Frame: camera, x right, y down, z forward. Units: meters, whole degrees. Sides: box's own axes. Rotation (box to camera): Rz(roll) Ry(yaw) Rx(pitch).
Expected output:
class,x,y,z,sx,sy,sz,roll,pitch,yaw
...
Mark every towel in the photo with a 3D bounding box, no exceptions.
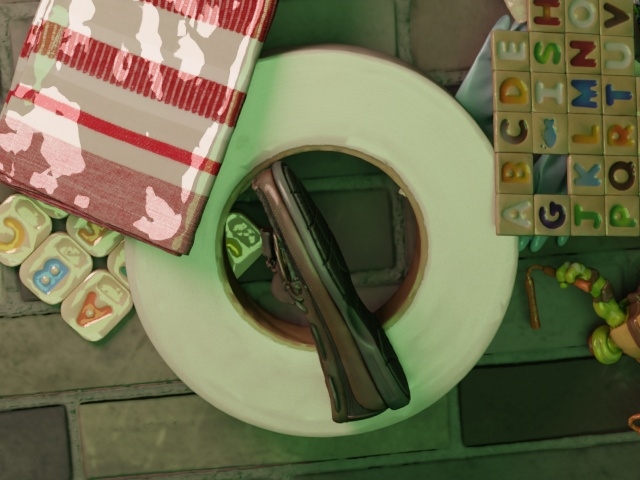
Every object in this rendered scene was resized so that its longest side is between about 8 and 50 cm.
class,x,y,z,sx,sy,sz,roll,pitch,yaw
towel,-0.173,-0.176,1.510,0.237,0.037,0.329,21,93,19

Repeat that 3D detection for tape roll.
class,x,y,z,sx,sy,sz,roll,pitch,yaw
tape roll,0.000,0.000,1.575,0.391,0.072,0.392,0,102,0

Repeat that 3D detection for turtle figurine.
class,x,y,z,sx,sy,sz,roll,pitch,yaw
turtle figurine,0.351,0.097,1.625,0.269,0.217,0.087,51,53,-13

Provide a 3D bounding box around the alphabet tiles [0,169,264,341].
class,x,y,z,sx,sy,sz,roll,pitch,yaw
alphabet tiles,-0.195,-0.046,1.609,0.278,0.021,0.284,-45,103,4

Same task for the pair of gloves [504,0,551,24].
class,x,y,z,sx,sy,sz,roll,pitch,yaw
pair of gloves,0.210,-0.356,1.562,0.240,0.042,0.204,-45,97,-2

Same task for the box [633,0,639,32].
class,x,y,z,sx,sy,sz,roll,pitch,yaw
box,0.357,-0.216,1.600,0.059,0.054,0.169,-25,102,-26

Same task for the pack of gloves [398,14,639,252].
class,x,y,z,sx,sy,sz,roll,pitch,yaw
pack of gloves,0.211,-0.112,1.635,0.195,0.046,0.232,26,101,-22

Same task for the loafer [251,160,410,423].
class,x,y,z,sx,sy,sz,roll,pitch,yaw
loafer,-0.007,0.057,1.507,0.084,0.096,0.268,-26,104,11

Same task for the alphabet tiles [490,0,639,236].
class,x,y,z,sx,sy,sz,roll,pitch,yaw
alphabet tiles,0.256,-0.122,1.557,0.198,0.009,0.237,0,87,-22

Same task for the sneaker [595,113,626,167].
class,x,y,z,sx,sy,sz,roll,pitch,yaw
sneaker,0.317,-0.080,1.625,0.076,0.065,0.166,-45,114,-19
